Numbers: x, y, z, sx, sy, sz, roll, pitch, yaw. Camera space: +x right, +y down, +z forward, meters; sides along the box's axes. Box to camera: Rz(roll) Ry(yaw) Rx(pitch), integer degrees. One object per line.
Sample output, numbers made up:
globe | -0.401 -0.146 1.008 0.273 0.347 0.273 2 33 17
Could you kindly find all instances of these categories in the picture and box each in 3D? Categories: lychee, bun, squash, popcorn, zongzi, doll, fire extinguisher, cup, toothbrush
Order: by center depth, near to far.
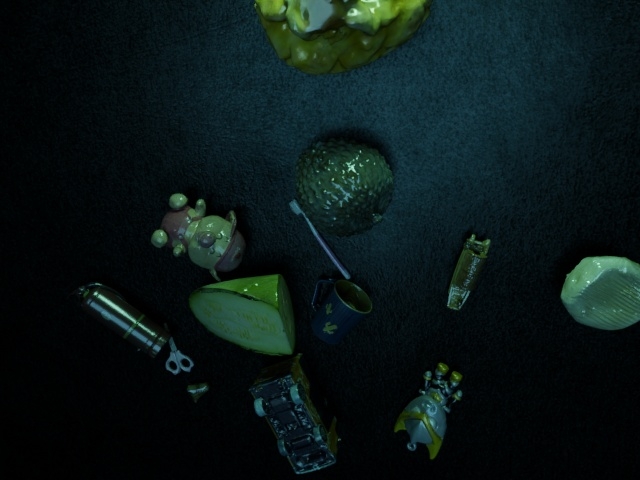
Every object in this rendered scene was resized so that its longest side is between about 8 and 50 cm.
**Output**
popcorn | 0.045 -0.553 1.136 0.389 0.354 0.345 -21 85 -27
lychee | 0.059 -0.139 1.333 0.274 0.255 0.255 43 114 26
bun | 0.756 0.126 1.372 0.230 0.133 0.231 4 120 7
doll | -0.333 -0.013 1.470 0.255 0.152 0.196 26 114 -3
toothbrush | 0.000 0.000 1.498 0.025 0.020 0.287 -31 102 26
squash | -0.246 0.216 1.507 0.308 0.210 0.234 -10 126 5
cup | 0.042 0.201 1.519 0.176 0.131 0.155 45 117 23
doll | 0.343 0.530 1.600 0.145 0.103 0.317 23 106 4
fire extinguisher | -0.642 0.246 1.635 0.341 0.105 0.141 36 115 -4
zongzi | -0.400 0.515 1.737 0.076 0.040 0.083 -11 120 5

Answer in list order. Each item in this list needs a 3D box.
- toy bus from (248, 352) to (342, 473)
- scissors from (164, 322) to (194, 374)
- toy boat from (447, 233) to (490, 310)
toy bus | -0.070 0.534 1.610 0.161 0.194 0.324 -23 102 15
scissors | -0.484 0.357 1.703 0.100 0.015 0.189 -11 106 11
toy boat | 0.407 0.094 1.436 0.068 0.088 0.226 17 110 1
